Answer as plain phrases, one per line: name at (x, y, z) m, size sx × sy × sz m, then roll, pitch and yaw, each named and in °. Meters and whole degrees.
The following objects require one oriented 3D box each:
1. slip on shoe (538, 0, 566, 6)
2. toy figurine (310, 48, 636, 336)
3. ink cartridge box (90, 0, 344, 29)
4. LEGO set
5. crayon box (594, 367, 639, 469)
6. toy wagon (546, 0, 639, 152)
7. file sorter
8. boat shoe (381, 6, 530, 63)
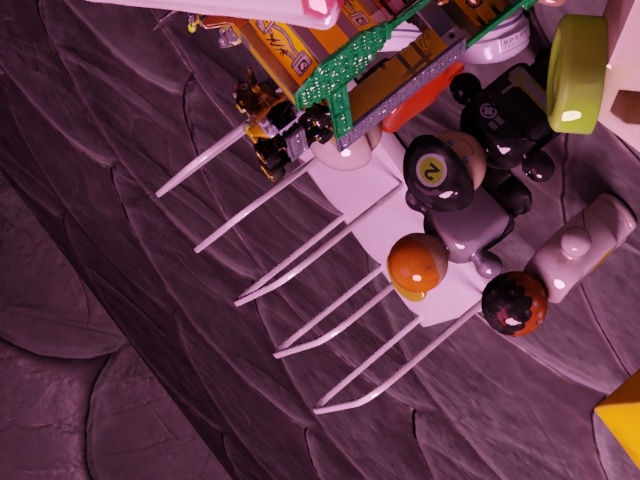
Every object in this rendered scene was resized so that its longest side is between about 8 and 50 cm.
slip on shoe at (0.115, -0.197, 1.079) m, size 0.135 × 0.051 × 0.041 m, roll 28°, pitch 148°, yaw 34°
toy figurine at (0.110, -0.039, 1.213) m, size 0.213 × 0.148 × 0.209 m, roll 24°, pitch 147°, yaw 52°
ink cartridge box at (-0.034, -0.322, 0.651) m, size 0.160 × 0.384 × 0.279 m, roll 7°, pitch 143°, yaw 15°
LEGO set at (0.038, -0.210, 0.871) m, size 0.192 × 0.331 × 0.255 m, roll 50°, pitch -176°, yaw 9°
crayon box at (0.392, 0.221, 1.097) m, size 0.363 × 0.106 × 0.313 m, roll 53°, pitch 161°, yaw -3°
toy wagon at (0.248, -0.116, 0.670) m, size 0.267 × 0.068 × 0.344 m, roll 5°, pitch 153°, yaw -2°
file sorter at (0.000, 0.000, 1.496) m, size 0.277 × 0.173 × 0.193 m, roll 54°, pitch 160°, yaw -3°
boat shoe at (0.064, -0.184, 1.194) m, size 0.226 × 0.083 × 0.076 m, roll 12°, pitch 125°, yaw 45°
